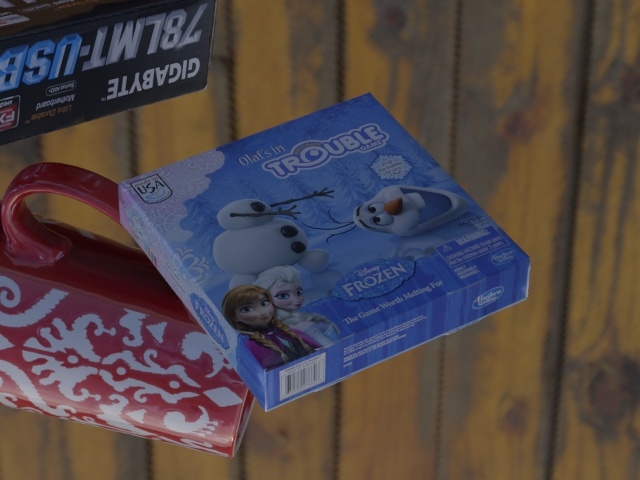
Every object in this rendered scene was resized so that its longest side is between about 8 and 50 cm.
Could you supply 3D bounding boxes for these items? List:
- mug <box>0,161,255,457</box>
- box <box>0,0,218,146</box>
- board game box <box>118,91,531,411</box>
[{"bbox_3d":[-0.114,0.044,1.045,0.169,0.113,0.150,16,158,2],"label":"mug"},{"bbox_3d":[-0.259,-0.128,1.108,0.293,0.295,0.073,22,117,28],"label":"box"},{"bbox_3d":[0.000,0.000,0.587,0.090,0.090,0.020,48,150,39],"label":"board game box"}]
